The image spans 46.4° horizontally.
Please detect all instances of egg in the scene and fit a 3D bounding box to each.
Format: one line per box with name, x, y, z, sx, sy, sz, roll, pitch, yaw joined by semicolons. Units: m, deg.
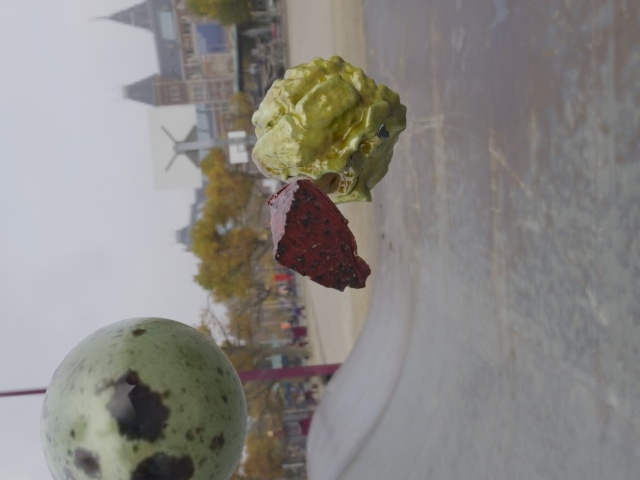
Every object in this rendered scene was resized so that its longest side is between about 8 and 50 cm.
egg;-0.255;0.252;1.079;0.379;0.287;0.288;-171;76;-65

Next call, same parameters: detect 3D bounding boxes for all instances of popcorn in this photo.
popcorn;0.021;-0.165;1.170;0.249;0.225;0.249;-35;-45;-45

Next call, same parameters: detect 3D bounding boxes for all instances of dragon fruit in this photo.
dragon fruit;-0.003;0.000;0.806;0.063;0.131;0.097;1;66;58
